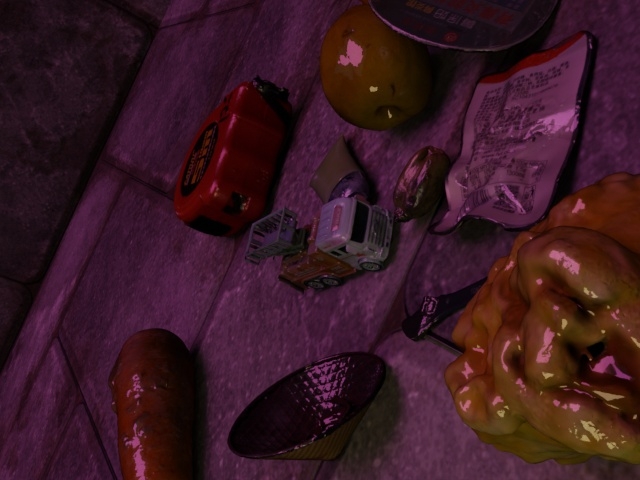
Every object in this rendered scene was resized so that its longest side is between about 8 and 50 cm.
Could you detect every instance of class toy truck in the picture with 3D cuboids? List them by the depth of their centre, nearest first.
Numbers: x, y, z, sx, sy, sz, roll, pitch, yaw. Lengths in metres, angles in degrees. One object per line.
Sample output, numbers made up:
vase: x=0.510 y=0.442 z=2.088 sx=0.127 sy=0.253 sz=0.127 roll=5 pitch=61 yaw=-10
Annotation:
toy truck: x=0.000 y=-0.001 z=0.955 sx=0.178 sy=0.115 sz=0.080 roll=-23 pitch=49 yaw=50

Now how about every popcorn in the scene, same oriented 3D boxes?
popcorn: x=0.183 y=0.051 z=0.508 sx=0.226 sy=0.203 sz=0.200 roll=-16 pitch=63 yaw=33

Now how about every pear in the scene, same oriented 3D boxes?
pear: x=0.068 y=-0.221 z=0.972 sx=0.149 sy=0.149 sz=0.162 roll=-40 pitch=59 yaw=40

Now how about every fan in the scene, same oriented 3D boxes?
fan: x=0.168 y=-0.334 z=0.896 sx=0.223 sy=0.012 sz=0.294 roll=0 pitch=62 yaw=17

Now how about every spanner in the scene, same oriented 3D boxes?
spanner: x=0.152 y=0.056 z=0.758 sx=0.208 sy=0.012 sz=0.046 roll=-32 pitch=43 yaw=45

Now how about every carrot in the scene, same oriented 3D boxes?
carrot: x=-0.254 y=0.264 z=1.178 sx=0.138 sy=0.139 sz=0.301 roll=-52 pitch=38 yaw=24

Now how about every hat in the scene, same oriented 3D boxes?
hat: x=0.000 y=0.208 z=0.838 sx=0.193 sy=0.082 sz=0.193 roll=-25 pitch=14 yaw=7

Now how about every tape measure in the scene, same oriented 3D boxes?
tape measure: x=-0.162 y=-0.134 z=1.346 sx=0.260 sy=0.114 sz=0.253 roll=-21 pitch=51 yaw=58

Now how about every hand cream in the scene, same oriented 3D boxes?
hand cream: x=0.026 y=-0.083 z=1.055 sx=0.095 sy=0.046 sz=0.175 roll=-58 pitch=22 yaw=16

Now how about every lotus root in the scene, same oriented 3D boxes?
lotus root: x=0.115 y=-0.062 z=0.874 sx=0.054 sy=0.049 sz=0.099 roll=37 pitch=104 yaw=41

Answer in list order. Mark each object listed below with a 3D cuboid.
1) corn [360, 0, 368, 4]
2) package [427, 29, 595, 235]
corn: x=0.130 y=-0.344 z=1.023 sx=0.106 sy=0.106 sz=0.305 roll=-59 pitch=33 yaw=12
package: x=0.197 y=-0.100 z=0.782 sx=0.166 sy=0.040 sz=0.231 roll=-13 pitch=49 yaw=53
